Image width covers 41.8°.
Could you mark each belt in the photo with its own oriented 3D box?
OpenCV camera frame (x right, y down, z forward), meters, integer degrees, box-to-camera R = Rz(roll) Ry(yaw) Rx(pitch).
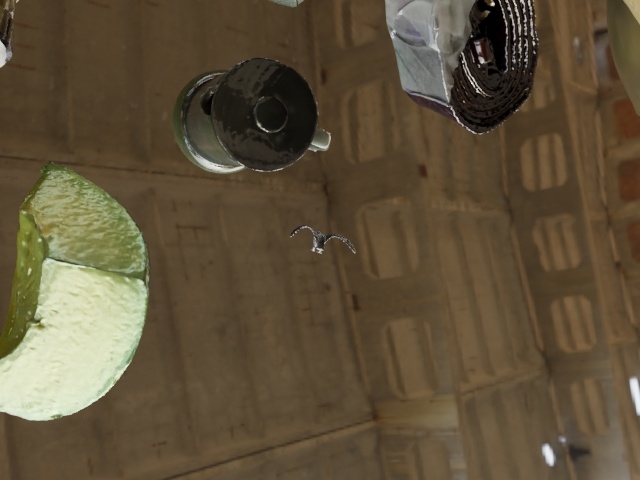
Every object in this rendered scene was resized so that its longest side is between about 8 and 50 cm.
[{"bbox_3d":[0.192,-0.302,1.182,0.184,0.164,0.289,-29,-50,-14],"label":"belt"}]

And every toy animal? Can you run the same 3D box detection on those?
[{"bbox_3d":[-0.001,0.001,1.024,0.084,0.050,0.028,16,-97,-15],"label":"toy animal"}]

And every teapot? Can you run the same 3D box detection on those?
[{"bbox_3d":[-0.108,-0.207,1.486,0.270,0.337,0.200,16,-90,-20],"label":"teapot"}]

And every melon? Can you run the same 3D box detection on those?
[{"bbox_3d":[-0.413,0.106,1.307,0.226,0.331,0.344,-22,-38,-46],"label":"melon"}]

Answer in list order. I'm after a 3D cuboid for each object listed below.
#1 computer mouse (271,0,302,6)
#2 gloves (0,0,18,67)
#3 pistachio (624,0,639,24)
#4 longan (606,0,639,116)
[{"bbox_3d":[-0.102,-0.445,1.284,0.159,0.097,0.288,48,-171,12],"label":"computer mouse"},{"bbox_3d":[-0.556,-0.414,1.350,0.141,0.154,0.331,-6,-122,-21],"label":"gloves"},{"bbox_3d":[0.279,-0.212,0.565,0.293,0.162,0.181,46,-139,-22],"label":"pistachio"},{"bbox_3d":[0.492,-0.241,0.829,0.404,0.404,0.436,65,-152,-18],"label":"longan"}]
